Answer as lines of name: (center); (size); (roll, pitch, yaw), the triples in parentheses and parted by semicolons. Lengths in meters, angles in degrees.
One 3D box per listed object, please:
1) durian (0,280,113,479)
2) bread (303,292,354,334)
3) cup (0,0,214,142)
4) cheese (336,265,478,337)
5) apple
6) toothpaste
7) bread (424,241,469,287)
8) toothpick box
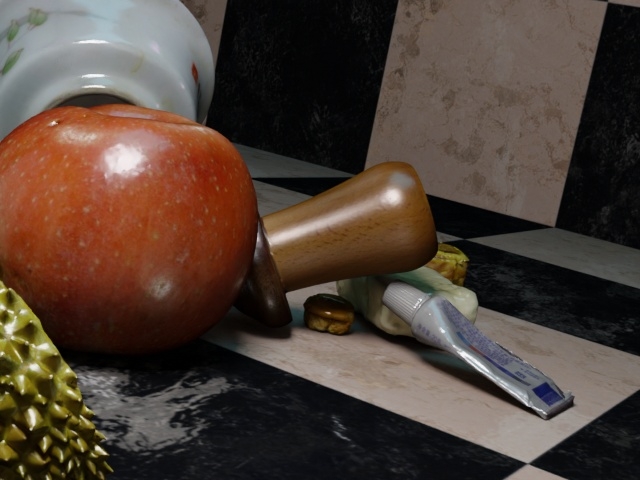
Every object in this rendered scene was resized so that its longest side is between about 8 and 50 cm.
durian: (-0.301, 0.110, 0.881); (0.306, 0.172, 0.166); (9, -17, 36)
bread: (0.012, 0.103, 1.522); (0.081, 0.046, 0.083); (20, 12, 34)
cup: (-0.307, -0.176, 1.442); (0.347, 0.347, 0.163); (8, 36, -19)
cheese: (0.119, 0.085, 1.613); (0.159, 0.093, 0.263); (11, 8, -19)
apple: (-0.240, -0.019, 1.260); (0.348, 0.277, 0.348); (10, 11, -2)
toothpaste: (0.200, 0.140, 1.404); (0.282, 0.068, 0.099); (36, 50, 24)
bread: (0.137, 0.042, 1.866); (0.222, 0.096, 0.181); (8, 8, -13)
toothpick box: (0.000, 0.000, 1.448); (0.294, 0.192, 0.192); (-18, 13, -3)
